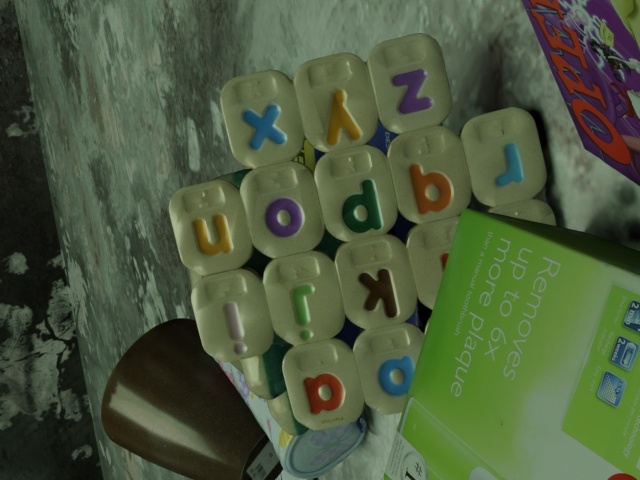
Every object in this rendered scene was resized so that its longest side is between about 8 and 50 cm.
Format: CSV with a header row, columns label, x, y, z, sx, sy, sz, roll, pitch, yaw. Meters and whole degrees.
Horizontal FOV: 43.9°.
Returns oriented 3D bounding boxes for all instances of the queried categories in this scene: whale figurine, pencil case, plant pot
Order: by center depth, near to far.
label,x,y,z,sx,sy,sz,roll,pitch,yaw
whale figurine,-0.027,0.058,0.742,0.216,0.141,0.272,-97,-7,-55
pencil case,-0.056,0.177,1.023,0.273,0.113,0.124,44,169,48
plant pot,-0.157,0.258,1.143,0.230,0.215,0.215,26,129,33

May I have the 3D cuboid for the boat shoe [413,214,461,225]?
label,x,y,z,sx,sy,sz,roll,pitch,yaw
boat shoe,0.107,-0.012,0.707,0.100,0.035,0.035,36,137,56

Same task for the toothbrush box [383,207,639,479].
label,x,y,z,sx,sy,sz,roll,pitch,yaw
toothbrush box,0.177,0.118,0.455,0.283,0.122,0.206,32,110,58

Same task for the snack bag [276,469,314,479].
label,x,y,z,sx,sy,sz,roll,pitch,yaw
snack bag,-0.126,0.282,1.305,0.342,0.037,0.323,-43,65,60

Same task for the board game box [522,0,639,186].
label,x,y,z,sx,sy,sz,roll,pitch,yaw
board game box,0.140,-0.123,0.335,0.347,0.056,0.208,50,-173,-38

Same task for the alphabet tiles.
label,x,y,z,sx,sy,sz,roll,pitch,yaw
alphabet tiles,0.035,-0.003,0.608,0.021,0.284,0.278,-79,-24,-84

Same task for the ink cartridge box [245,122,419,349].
label,x,y,z,sx,sy,sz,roll,pitch,yaw
ink cartridge box,0.000,0.000,0.853,0.307,0.072,0.304,-146,48,-63
